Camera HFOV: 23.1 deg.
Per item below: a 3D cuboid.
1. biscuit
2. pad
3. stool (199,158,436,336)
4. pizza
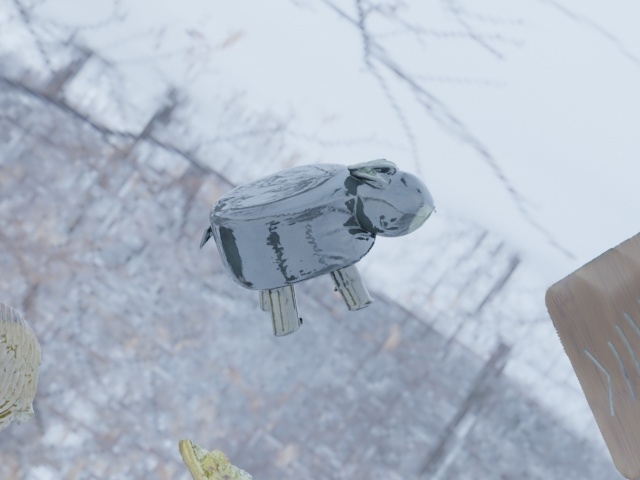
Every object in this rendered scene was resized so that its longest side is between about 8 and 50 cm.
[{"bbox_3d":[-0.347,0.148,1.636,0.229,0.031,0.176,-83,-25,-49],"label":"biscuit"},{"bbox_3d":[0.419,0.146,1.997,0.284,0.018,0.287,-39,71,54],"label":"pad"},{"bbox_3d":[-0.003,0.004,1.539,0.228,0.153,0.139,-4,112,38],"label":"stool"},{"bbox_3d":[-0.100,0.256,1.693,0.123,0.026,0.108,56,-159,7],"label":"pizza"}]
